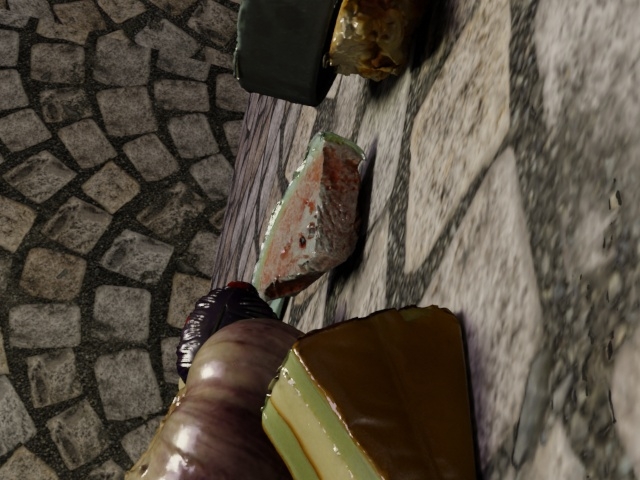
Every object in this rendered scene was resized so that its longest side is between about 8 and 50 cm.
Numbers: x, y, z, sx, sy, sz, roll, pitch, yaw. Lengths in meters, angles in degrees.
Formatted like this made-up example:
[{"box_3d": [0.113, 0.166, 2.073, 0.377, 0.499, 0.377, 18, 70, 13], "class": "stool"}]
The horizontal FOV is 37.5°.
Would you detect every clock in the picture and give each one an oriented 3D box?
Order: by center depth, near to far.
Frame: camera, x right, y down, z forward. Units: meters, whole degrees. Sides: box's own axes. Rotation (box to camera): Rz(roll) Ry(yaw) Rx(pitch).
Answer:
[{"box_3d": [-0.084, 0.153, 0.855, 0.195, 0.100, 0.194, 80, -157, -52], "class": "clock"}, {"box_3d": [0.025, -0.310, 0.884, 0.386, 0.077, 0.386, 21, -90, -88], "class": "clock"}]

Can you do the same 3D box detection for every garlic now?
[{"box_3d": [-0.046, 0.172, 0.658, 0.245, 0.161, 0.244, 24, -90, -81], "class": "garlic"}]

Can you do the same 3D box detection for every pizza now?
[{"box_3d": [0.052, -0.185, 0.770, 0.194, 0.069, 0.154, -74, 4, -66], "class": "pizza"}]

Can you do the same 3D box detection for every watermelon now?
[{"box_3d": [0.000, 0.000, 0.888, 0.187, 0.071, 0.139, -64, 20, 20], "class": "watermelon"}]

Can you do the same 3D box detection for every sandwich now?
[{"box_3d": [0.060, 0.118, 0.487, 0.163, 0.114, 0.079, 53, 139, 31], "class": "sandwich"}]

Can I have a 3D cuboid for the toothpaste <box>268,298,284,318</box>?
[{"box_3d": [-0.078, 0.132, 1.258, 0.056, 0.036, 0.205, -90, 20, -62], "class": "toothpaste"}]
